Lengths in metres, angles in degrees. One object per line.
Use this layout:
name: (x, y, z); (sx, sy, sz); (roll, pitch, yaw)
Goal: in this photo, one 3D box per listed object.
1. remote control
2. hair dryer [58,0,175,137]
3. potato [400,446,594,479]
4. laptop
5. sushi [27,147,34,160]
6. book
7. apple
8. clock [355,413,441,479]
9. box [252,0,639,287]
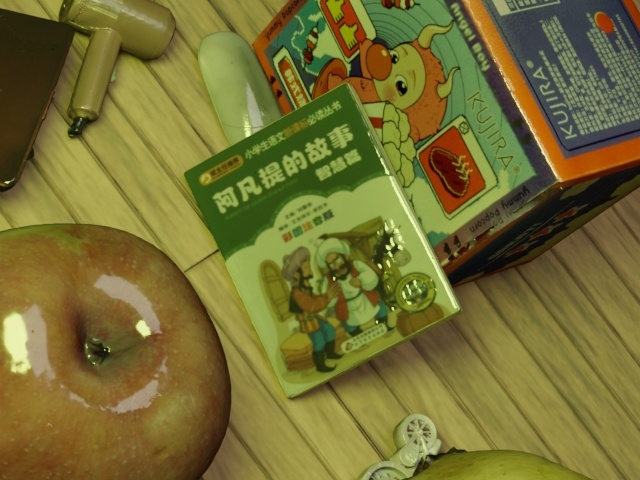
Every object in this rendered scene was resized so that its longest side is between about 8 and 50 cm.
remote control: (-0.067, -0.129, 1.821); (0.073, 0.044, 0.229); (-11, 71, -39)
hair dryer: (-0.226, -0.183, 1.752); (0.117, 0.064, 0.181); (23, 64, -21)
potato: (0.179, 0.320, 1.601); (0.242, 0.242, 0.285); (43, 53, -5)
laptop: (-0.338, -0.143, 1.645); (0.154, 0.026, 0.207); (12, 57, 2)
sushi: (-0.324, -0.104, 1.665); (0.046, 0.044, 0.083); (-35, 79, -20)
book: (0.000, 0.000, 1.719); (0.264, 0.202, 0.027); (65, 13, 12)
apple: (-0.220, 0.117, 1.482); (0.306, 0.235, 0.305); (14, 61, -26)
clock: (0.089, 0.241, 1.724); (0.087, 0.041, 0.129); (35, 58, -6)
box: (0.157, -0.160, 1.791); (0.257, 0.318, 0.348); (-16, 76, -40)
